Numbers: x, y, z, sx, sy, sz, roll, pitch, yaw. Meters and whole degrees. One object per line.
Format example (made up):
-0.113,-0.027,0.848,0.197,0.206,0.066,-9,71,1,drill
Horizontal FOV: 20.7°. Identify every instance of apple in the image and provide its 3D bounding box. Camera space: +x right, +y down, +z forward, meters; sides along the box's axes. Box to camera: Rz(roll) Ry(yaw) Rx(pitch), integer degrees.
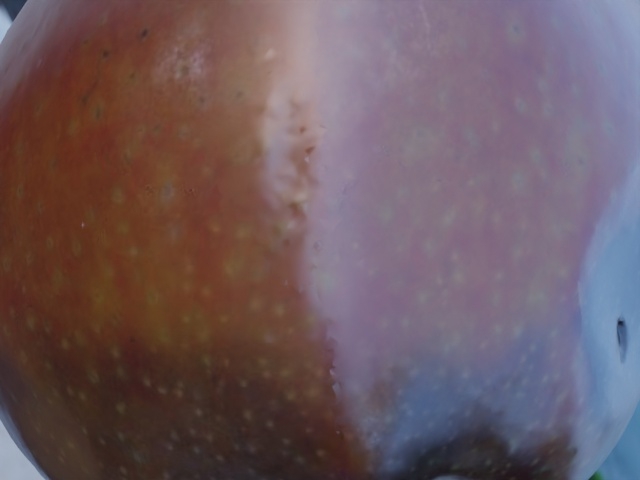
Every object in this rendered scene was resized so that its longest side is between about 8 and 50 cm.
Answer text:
0.000,0.000,0.532,0.230,0.230,0.230,40,40,-45,apple
